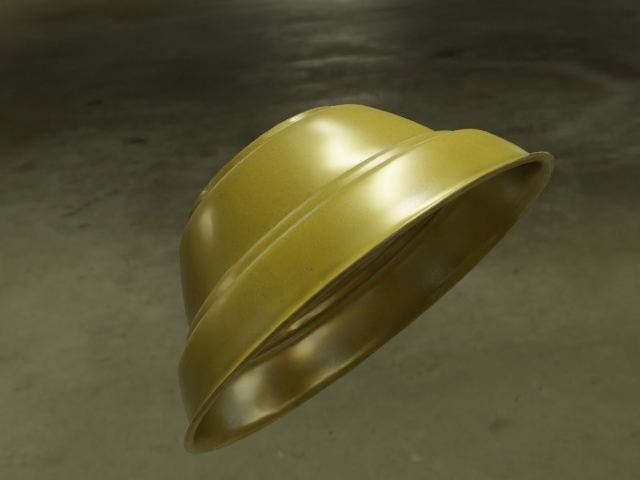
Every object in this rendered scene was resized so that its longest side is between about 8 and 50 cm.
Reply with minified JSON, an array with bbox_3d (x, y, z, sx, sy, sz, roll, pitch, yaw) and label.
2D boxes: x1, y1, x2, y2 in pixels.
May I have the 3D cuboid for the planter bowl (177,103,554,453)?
[{"bbox_3d":[0.000,0.000,0.517,0.217,0.217,0.090,-25,71,-42],"label":"planter bowl"}]
